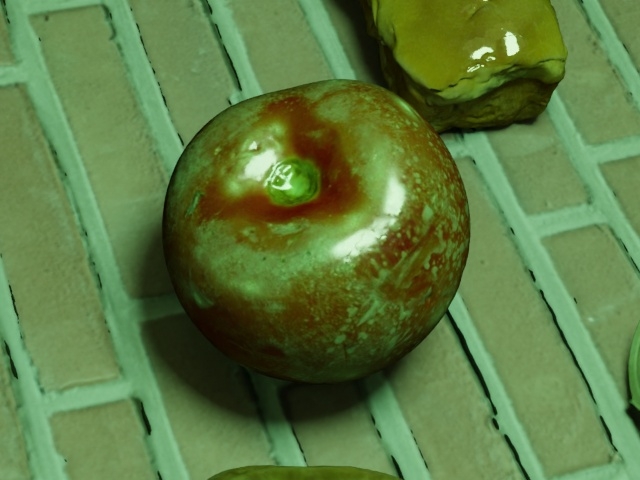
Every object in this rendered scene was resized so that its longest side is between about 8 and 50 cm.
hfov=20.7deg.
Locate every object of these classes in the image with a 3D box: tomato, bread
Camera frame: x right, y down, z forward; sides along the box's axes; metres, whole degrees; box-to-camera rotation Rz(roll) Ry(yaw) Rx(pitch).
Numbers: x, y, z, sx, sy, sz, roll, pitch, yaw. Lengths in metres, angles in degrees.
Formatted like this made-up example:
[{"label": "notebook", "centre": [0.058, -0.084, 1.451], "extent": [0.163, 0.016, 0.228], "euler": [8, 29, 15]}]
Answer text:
[{"label": "tomato", "centre": [0.000, 0.000, 1.537], "extent": [0.270, 0.222, 0.270], "euler": [-10, 54, 13]}, {"label": "bread", "centre": [0.123, -0.269, 1.806], "extent": [0.195, 0.149, 0.344], "euler": [-9, 56, -18]}]

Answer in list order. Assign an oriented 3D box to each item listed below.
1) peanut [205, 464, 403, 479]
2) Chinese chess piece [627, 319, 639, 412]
[{"label": "peanut", "centre": [-0.004, 0.238, 1.439], "extent": [0.226, 0.095, 0.108], "euler": [1, 69, -16]}, {"label": "Chinese chess piece", "centre": [0.336, 0.105, 1.574], "extent": [0.058, 0.144, 0.144], "euler": [16, 49, -25]}]
